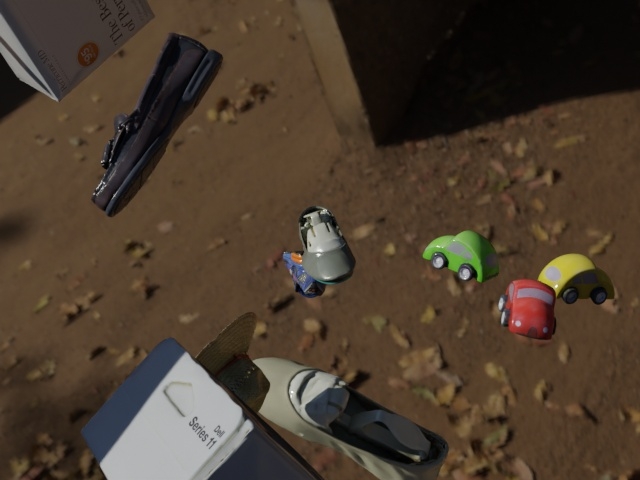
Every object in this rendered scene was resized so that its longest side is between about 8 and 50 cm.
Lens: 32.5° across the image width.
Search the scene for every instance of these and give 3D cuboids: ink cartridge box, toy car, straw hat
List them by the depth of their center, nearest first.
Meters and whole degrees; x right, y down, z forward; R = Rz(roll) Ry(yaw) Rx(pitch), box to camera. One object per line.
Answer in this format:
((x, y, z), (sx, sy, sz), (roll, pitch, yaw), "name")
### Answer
((-0.034, 0.172, 0.672), (0.087, 0.208, 0.153), (-46, 27, -8), "ink cartridge box")
((-0.084, 0.144, 1.062), (0.061, 0.144, 0.144), (35, 66, 15), "straw hat")
((0.229, 0.035, 1.353), (0.225, 0.053, 0.239), (24, 24, 31), "toy car")

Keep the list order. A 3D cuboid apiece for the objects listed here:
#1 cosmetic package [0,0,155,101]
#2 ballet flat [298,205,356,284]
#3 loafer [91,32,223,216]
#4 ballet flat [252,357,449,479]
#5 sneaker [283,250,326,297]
((-0.199, -0.208, 0.695), (0.099, 0.239, 0.060), (-45, 51, -16), "cosmetic package")
((0.000, 0.000, 1.549), (0.072, 0.068, 0.213), (-17, 18, -3), "ballet flat")
((-0.257, -0.174, 1.611), (0.095, 0.109, 0.302), (33, 71, -3), "loafer")
((0.032, 0.191, 1.201), (0.086, 0.248, 0.086), (-57, 10, 16), "ballet flat")
((-0.026, 0.061, 1.998), (0.083, 0.221, 0.087), (-2, 89, -1), "sneaker")
